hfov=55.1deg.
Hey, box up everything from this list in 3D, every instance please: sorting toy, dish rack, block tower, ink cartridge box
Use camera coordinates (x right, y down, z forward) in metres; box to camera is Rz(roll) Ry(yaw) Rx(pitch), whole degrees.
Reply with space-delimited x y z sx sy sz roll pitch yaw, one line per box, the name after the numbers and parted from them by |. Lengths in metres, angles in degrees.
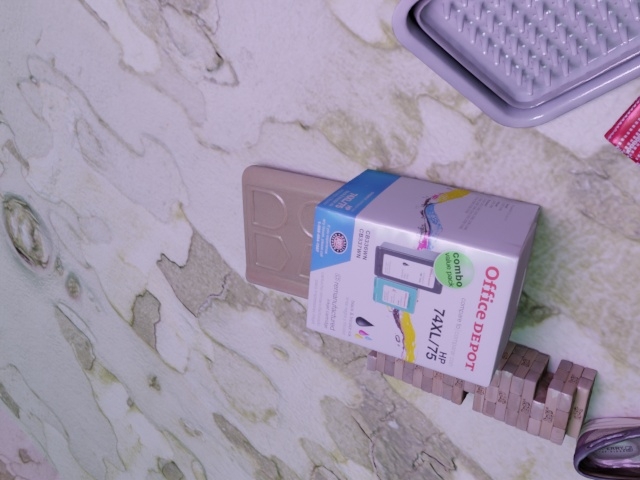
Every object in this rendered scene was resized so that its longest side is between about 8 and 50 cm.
0.000 0.000 1.082 0.307 0.041 0.229 14 116 23 | sorting toy
0.274 -0.273 0.667 0.332 0.285 0.073 -27 49 42 | dish rack
0.240 0.201 0.961 0.335 0.091 0.097 15 116 29 | block tower
0.147 0.039 0.876 0.269 0.197 0.198 15 117 22 | ink cartridge box

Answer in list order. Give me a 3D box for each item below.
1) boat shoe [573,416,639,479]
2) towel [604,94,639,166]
0.483 0.286 0.826 0.285 0.092 0.103 -17 98 38 | boat shoe
0.499 -0.106 0.696 0.275 0.031 0.199 43 126 13 | towel
